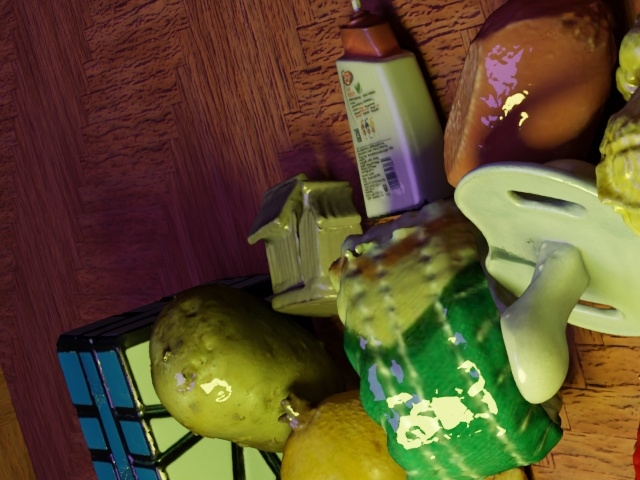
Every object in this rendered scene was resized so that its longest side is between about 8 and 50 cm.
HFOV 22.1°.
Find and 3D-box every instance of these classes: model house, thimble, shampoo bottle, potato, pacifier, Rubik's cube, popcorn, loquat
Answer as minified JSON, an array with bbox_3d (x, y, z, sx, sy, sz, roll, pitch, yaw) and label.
[{"bbox_3d":[-0.005,0.007,2.030,0.229,0.122,0.188,-19,86,61],"label":"model house"},{"bbox_3d":[0.130,0.108,1.691,0.288,0.167,0.254,67,-166,-1],"label":"thimble"},{"bbox_3d":[0.067,-0.168,1.835,0.153,0.071,0.284,-6,100,65],"label":"shampoo bottle"},{"bbox_3d":[-0.092,0.168,2.078,0.173,0.307,0.210,-49,43,12],"label":"potato"},{"bbox_3d":[0.222,0.049,1.480,0.227,0.207,0.279,16,155,31],"label":"pacifier"},{"bbox_3d":[-0.171,0.220,2.299,0.283,0.294,0.288,-11,96,61],"label":"Rubik's cube"},{"bbox_3d":[0.319,-0.088,1.340,0.173,0.168,0.195,136,150,-72],"label":"popcorn"},{"bbox_3d":[0.044,0.273,1.994,0.246,0.213,0.213,44,153,-5],"label":"loquat"}]

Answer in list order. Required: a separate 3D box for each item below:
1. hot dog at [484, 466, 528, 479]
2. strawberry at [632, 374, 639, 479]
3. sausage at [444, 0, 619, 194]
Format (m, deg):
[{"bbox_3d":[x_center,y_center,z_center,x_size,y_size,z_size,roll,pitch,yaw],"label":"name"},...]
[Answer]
[{"bbox_3d":[0.208,0.348,1.920,0.092,0.062,0.235,41,138,44],"label":"hot dog"},{"bbox_3d":[0.398,0.154,1.223,0.310,0.292,0.291,-19,91,37],"label":"strawberry"},{"bbox_3d":[0.194,-0.127,1.547,0.148,0.148,0.254,47,144,38],"label":"sausage"}]
